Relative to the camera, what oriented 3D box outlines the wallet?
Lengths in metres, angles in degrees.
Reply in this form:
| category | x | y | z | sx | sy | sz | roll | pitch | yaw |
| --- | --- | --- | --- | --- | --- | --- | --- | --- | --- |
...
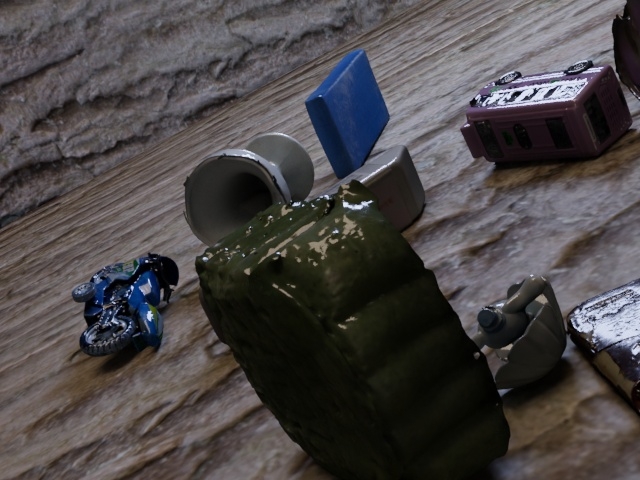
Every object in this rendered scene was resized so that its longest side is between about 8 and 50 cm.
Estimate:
| category | x | y | z | sx | sy | sz | roll | pitch | yaw |
| --- | --- | --- | --- | --- | --- | --- | --- | --- | --- |
| wallet | 0.259 | 0.074 | 0.668 | 0.121 | 0.031 | 0.232 | -25 | 18 | 0 |

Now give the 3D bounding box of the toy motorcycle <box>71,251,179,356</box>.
| category | x | y | z | sx | sy | sz | roll | pitch | yaw |
| --- | --- | --- | --- | --- | --- | --- | --- | --- | --- |
| toy motorcycle | -0.261 | 0.083 | 1.319 | 0.135 | 0.092 | 0.254 | -18 | 26 | -1 |

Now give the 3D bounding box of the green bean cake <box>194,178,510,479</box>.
| category | x | y | z | sx | sy | sz | roll | pitch | yaw |
| --- | --- | --- | --- | --- | --- | --- | --- | --- | --- |
| green bean cake | 0.017 | 0.073 | 0.707 | 0.124 | 0.223 | 0.227 | -33 | 15 | -21 |

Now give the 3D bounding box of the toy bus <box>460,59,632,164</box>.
| category | x | y | z | sx | sy | sz | roll | pitch | yaw |
| --- | --- | --- | --- | --- | --- | --- | --- | --- | --- |
| toy bus | 0.276 | -0.153 | 1.196 | 0.108 | 0.096 | 0.198 | -42 | 25 | -30 |

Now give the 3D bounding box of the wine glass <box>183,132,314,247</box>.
| category | x | y | z | sx | sy | sz | roll | pitch | yaw |
| --- | --- | --- | --- | --- | --- | --- | --- | --- | --- |
| wine glass | -0.095 | -0.075 | 1.437 | 0.164 | 0.165 | 0.196 | -19 | 11 | 24 |

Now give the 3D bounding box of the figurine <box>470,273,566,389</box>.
| category | x | y | z | sx | sy | sz | roll | pitch | yaw |
| --- | --- | --- | --- | --- | --- | --- | --- | --- | --- |
| figurine | 0.152 | 0.069 | 0.751 | 0.086 | 0.094 | 0.082 | -4 | 38 | -44 |

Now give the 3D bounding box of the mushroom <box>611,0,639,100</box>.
| category | x | y | z | sx | sy | sz | roll | pitch | yaw |
| --- | --- | --- | --- | --- | --- | --- | --- | --- | --- |
| mushroom | 0.426 | -0.226 | 1.128 | 0.117 | 0.141 | 0.188 | -7 | 16 | -12 |

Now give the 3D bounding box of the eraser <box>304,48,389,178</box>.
| category | x | y | z | sx | sy | sz | roll | pitch | yaw |
| --- | --- | --- | --- | --- | --- | --- | --- | --- | --- |
| eraser | 0.051 | -0.223 | 1.644 | 0.042 | 0.144 | 0.312 | -17 | 20 | 22 |

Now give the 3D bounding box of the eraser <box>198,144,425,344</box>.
| category | x | y | z | sx | sy | sz | roll | pitch | yaw |
| --- | --- | --- | --- | --- | --- | --- | --- | --- | --- |
| eraser | 0.000 | 0.000 | 1.168 | 0.351 | 0.089 | 0.061 | -33 | 22 | -22 |
